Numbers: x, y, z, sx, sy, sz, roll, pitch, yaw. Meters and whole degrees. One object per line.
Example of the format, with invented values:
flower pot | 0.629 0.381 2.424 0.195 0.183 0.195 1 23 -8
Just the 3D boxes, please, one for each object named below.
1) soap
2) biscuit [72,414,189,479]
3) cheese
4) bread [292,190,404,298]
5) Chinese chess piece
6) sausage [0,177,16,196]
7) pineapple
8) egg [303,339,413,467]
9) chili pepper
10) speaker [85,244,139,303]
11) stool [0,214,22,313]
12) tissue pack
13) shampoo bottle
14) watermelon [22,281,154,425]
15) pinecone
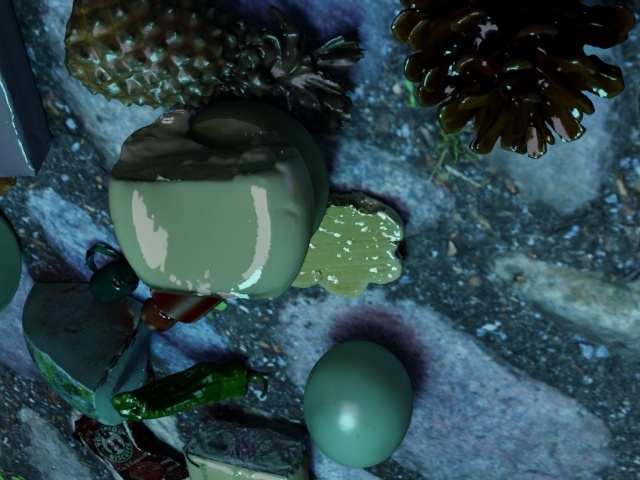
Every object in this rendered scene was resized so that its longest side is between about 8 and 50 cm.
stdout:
soap | -0.560 -0.221 1.456 0.296 0.107 0.285 0 131 5
biscuit | -0.366 0.402 1.992 0.151 0.063 0.235 -36 104 30
cheese | -0.135 -0.040 1.297 0.266 0.127 0.233 3 110 18
bread | 0.000 0.000 1.484 0.251 0.039 0.181 11 133 16
Chinese chess piece | -0.103 -0.078 1.391 0.238 0.092 0.237 8 116 18
sausage | -0.564 -0.114 1.614 0.179 0.089 0.089 15 133 14
pineapple | -0.129 -0.224 1.278 0.361 0.175 0.175 14 135 -6
egg | 0.058 0.253 1.587 0.168 0.168 0.230 15 135 13
chili pepper | -0.218 0.249 1.713 0.100 0.257 0.074 3 106 65
speaker | -0.341 0.051 1.686 0.075 0.060 0.094 -26 79 39
stool | -0.632 0.041 1.707 0.199 0.195 0.195 -2 128 28
tissue pack | -0.124 0.435 1.867 0.215 0.123 0.256 11 140 14
shampoo bottle | -0.194 0.066 1.614 0.102 0.064 0.260 40 133 -12
watermelon | -0.383 0.162 1.766 0.289 0.214 0.320 48 -176 24
pinecone | 0.204 -0.205 1.071 0.264 0.264 0.264 13 133 14
